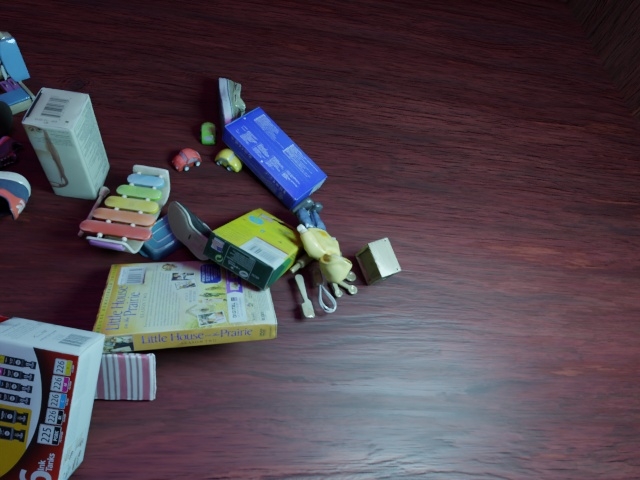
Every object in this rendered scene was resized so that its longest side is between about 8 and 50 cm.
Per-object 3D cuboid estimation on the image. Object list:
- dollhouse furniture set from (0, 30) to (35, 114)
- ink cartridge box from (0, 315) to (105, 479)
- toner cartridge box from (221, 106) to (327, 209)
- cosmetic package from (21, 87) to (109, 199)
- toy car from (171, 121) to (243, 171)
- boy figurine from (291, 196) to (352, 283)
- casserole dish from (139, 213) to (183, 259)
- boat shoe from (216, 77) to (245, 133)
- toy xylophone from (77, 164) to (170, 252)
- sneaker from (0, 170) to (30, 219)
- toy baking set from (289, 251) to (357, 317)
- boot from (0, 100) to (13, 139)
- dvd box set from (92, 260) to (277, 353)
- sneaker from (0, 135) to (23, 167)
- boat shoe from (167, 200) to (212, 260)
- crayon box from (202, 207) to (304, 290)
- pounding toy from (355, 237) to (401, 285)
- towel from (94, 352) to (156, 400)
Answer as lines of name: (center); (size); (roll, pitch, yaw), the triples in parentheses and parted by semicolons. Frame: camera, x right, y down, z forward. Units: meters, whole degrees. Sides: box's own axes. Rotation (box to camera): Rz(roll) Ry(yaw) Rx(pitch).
dollhouse furniture set: (-1.085, -0.567, 1.432); (0.286, 0.303, 0.198); (43, 58, 16)
ink cartridge box: (-0.632, 0.333, 0.952); (0.271, 0.130, 0.310); (12, 96, -4)
toner cartridge box: (-0.158, -0.283, 1.564); (0.348, 0.075, 0.165); (47, 57, 6)
cosmetic package: (-0.723, -0.270, 1.325); (0.129, 0.296, 0.153); (7, 55, -7)
toy car: (-0.392, -0.338, 1.593); (0.238, 0.053, 0.225); (-1, 58, -14)
boy figurine: (0.000, 0.000, 1.370); (0.177, 0.092, 0.285); (25, 29, -46)
casserole dish: (-0.464, -0.021, 1.379); (0.114, 0.037, 0.188); (41, 57, 14)
boat shoe: (-0.325, -0.498, 1.685); (0.094, 0.109, 0.302); (-2, 55, -17)
toy xylophone: (-0.579, -0.088, 1.341); (0.236, 0.081, 0.323); (3, 51, 0)
sneaker: (-1.006, -0.112, 1.254); (0.349, 0.131, 0.148); (-4, 54, -16)
toy baking set: (0.006, 0.114, 1.381); (0.197, 0.030, 0.256); (45, 50, 15)
boot: (-1.057, -0.309, 1.384); (0.115, 0.112, 0.305); (8, 60, 12)
dvd box set: (-0.343, 0.156, 1.197); (0.420, 0.062, 0.308); (-2, 30, -15)
sneaker: (-0.972, -0.257, 1.404); (0.064, 0.061, 0.158); (17, 55, -10)
boat shoe: (-0.372, -0.028, 1.352); (0.233, 0.084, 0.079); (45, 22, 21)
crayon box: (-0.171, 0.013, 1.338); (0.202, 0.081, 0.318); (30, 23, 8)
pounding toy: (0.180, 0.059, 1.432); (0.100, 0.141, 0.130); (-16, 77, -22)
towel: (-0.493, 0.319, 1.090); (0.197, 0.144, 0.029); (6, 29, -10)
